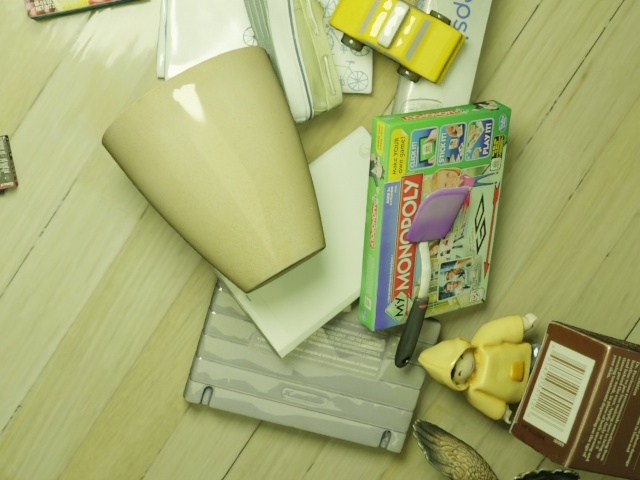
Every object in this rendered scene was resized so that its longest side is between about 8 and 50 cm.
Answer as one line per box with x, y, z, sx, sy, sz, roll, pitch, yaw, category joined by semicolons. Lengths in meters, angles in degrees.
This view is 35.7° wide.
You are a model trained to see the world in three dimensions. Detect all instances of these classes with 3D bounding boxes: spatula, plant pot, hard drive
0.146;0.058;1.434;0.084;0.030;0.297;-5;116;-35;spatula
-0.115;-0.076;1.346;0.256;0.256;0.274;-31;87;-3;plant pot
0.000;0.000;1.478;0.307;0.040;0.203;-38;94;-12;hard drive

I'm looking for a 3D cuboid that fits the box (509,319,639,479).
0.493;0.261;1.526;0.381;0.143;0.191;17;94;-30;box

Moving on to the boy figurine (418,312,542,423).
0.287;0.194;1.540;0.285;0.092;0.177;15;96;-27;boy figurine

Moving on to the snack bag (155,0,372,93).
-0.069;-0.393;1.447;0.323;0.037;0.343;3;98;-9;snack bag

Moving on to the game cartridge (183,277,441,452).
-0.010;0.178;1.535;0.355;0.068;0.230;16;92;-11;game cartridge

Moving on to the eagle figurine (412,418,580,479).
0.276;0.401;1.514;0.226;0.225;0.298;-11;115;2;eagle figurine

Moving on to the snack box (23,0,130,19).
-0.343;-0.426;1.382;0.174;0.070;0.207;-13;99;-6;snack box

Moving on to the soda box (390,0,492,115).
0.178;-0.276;1.475;0.098;0.091;0.286;11;97;-10;soda box

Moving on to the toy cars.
0.069;-0.394;1.378;0.176;0.087;0.394;-19;92;8;toy cars

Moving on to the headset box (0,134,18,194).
-0.474;-0.106;1.430;0.062;0.032;0.083;-11;101;-6;headset box

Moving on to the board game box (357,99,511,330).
0.164;-0.036;1.449;0.213;0.046;0.317;-12;119;-29;board game box

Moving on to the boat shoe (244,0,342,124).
-0.043;-0.317;1.404;0.094;0.109;0.302;-19;111;-20;boat shoe
